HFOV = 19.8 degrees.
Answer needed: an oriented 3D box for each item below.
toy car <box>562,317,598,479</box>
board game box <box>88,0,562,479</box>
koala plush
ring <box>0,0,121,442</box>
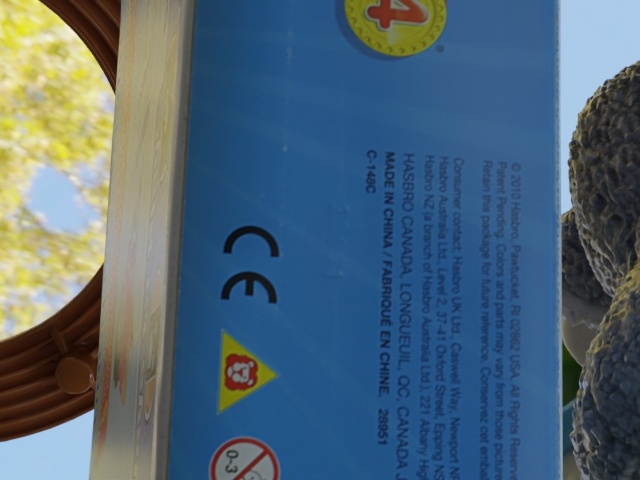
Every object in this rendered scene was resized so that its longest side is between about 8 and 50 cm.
[{"bbox_3d":[0.183,0.102,0.920,0.182,0.159,0.136,16,-123,10],"label":"toy car"},{"bbox_3d":[-0.015,0.008,0.534,0.086,0.302,0.308,5,-106,-9],"label":"board game box"},{"bbox_3d":[0.159,0.004,0.679,0.221,0.203,0.196,-113,-149,-45],"label":"koala plush"},{"bbox_3d":[-0.207,-0.037,0.940,0.337,0.032,0.336,0,-67,-1],"label":"ring"}]
